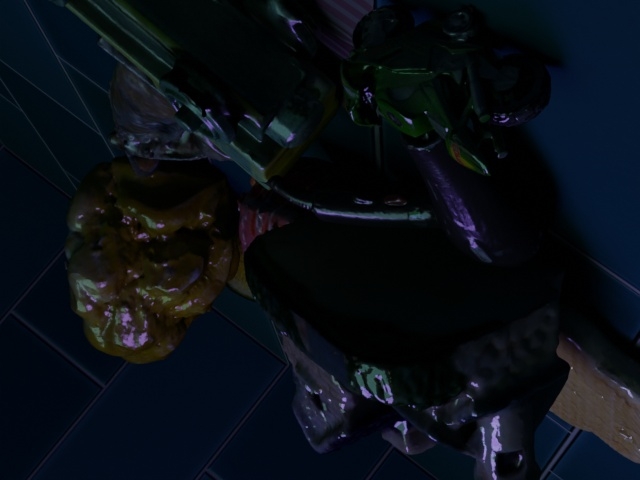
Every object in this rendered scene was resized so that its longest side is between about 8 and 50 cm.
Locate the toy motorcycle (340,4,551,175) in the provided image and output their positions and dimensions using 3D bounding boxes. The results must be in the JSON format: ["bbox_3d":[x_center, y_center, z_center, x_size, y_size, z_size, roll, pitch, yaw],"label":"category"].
[{"bbox_3d":[0.080,-0.118,0.954,0.190,0.106,0.074,31,166,39],"label":"toy motorcycle"}]

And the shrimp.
[{"bbox_3d":[-0.176,-0.157,1.619,0.221,0.110,0.445,34,166,-15],"label":"shrimp"}]

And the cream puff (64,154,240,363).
[{"bbox_3d":[-0.240,0.022,1.993,0.257,0.325,0.291,-7,165,19],"label":"cream puff"}]

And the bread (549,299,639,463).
[{"bbox_3d":[0.278,0.140,1.424,0.316,0.054,0.316,38,167,11],"label":"bread"}]

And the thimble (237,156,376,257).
[{"bbox_3d":[0.005,0.002,1.453,0.125,0.163,0.190,30,155,49],"label":"thimble"}]

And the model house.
[{"bbox_3d":[0.097,0.131,1.298,0.298,0.243,0.284,37,147,50],"label":"model house"}]

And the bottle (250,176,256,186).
[{"bbox_3d":[-0.010,-0.036,1.603,0.187,0.069,0.069,34,167,20],"label":"bottle"}]

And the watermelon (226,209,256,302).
[{"bbox_3d":[-0.091,0.023,2.060,0.301,0.123,0.129,29,132,41],"label":"watermelon"}]

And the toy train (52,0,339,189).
[{"bbox_3d":[-0.148,-0.212,1.200,0.369,0.150,0.237,41,174,2],"label":"toy train"}]

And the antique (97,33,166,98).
[{"bbox_3d":[-0.147,-0.191,1.362,0.183,0.086,0.088,38,-179,1],"label":"antique"}]

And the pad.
[{"bbox_3d":[-0.030,-0.215,1.167,0.202,0.005,0.300,37,168,12],"label":"pad"}]

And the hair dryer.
[{"bbox_3d":[0.052,-0.043,1.122,0.271,0.091,0.235,-1,155,30],"label":"hair dryer"}]
